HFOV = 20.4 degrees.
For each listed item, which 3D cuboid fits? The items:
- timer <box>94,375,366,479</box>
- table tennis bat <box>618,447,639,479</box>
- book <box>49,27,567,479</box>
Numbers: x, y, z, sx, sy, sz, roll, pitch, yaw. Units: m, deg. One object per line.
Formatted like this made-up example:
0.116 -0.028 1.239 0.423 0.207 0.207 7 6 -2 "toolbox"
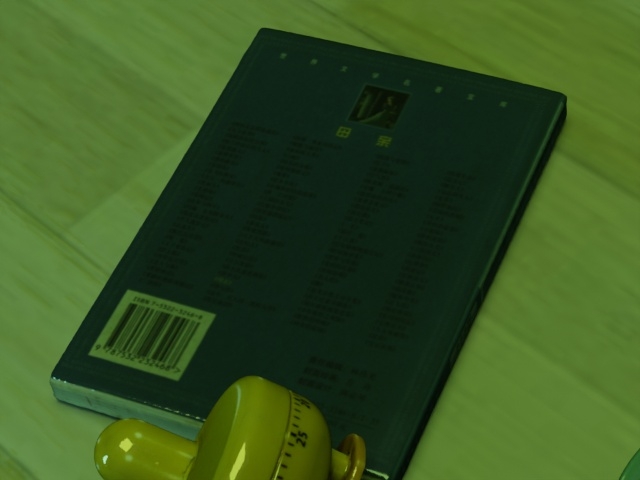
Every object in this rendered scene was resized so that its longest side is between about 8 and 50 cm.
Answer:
-0.046 0.110 0.804 0.109 0.107 0.107 25 52 -11 "timer"
0.247 0.125 0.798 0.237 0.038 0.149 -11 49 3 "table tennis bat"
0.000 0.000 0.947 0.191 0.025 0.269 15 54 19 "book"
